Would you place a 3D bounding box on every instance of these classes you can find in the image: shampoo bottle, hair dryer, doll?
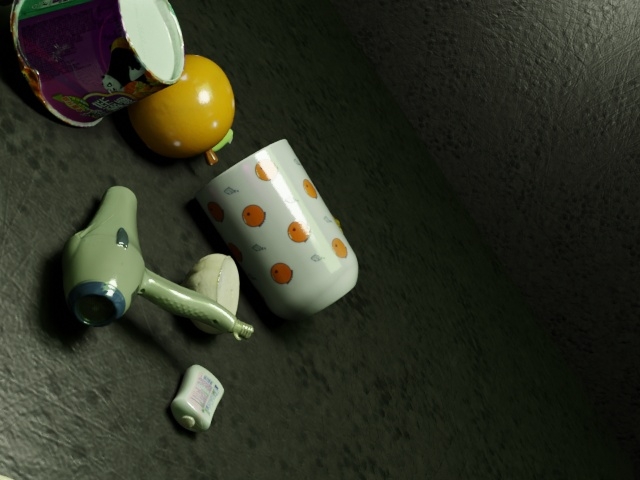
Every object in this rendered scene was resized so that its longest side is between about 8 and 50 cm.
[{"bbox_3d":[-0.191,0.248,1.149,0.072,0.043,0.099,49,27,-18],"label":"shampoo bottle"},{"bbox_3d":[-0.269,0.029,1.163,0.298,0.119,0.296,18,32,-41],"label":"hair dryer"},{"bbox_3d":[-0.248,-0.235,1.442,0.213,0.214,0.236,-90,154,-50],"label":"doll"}]

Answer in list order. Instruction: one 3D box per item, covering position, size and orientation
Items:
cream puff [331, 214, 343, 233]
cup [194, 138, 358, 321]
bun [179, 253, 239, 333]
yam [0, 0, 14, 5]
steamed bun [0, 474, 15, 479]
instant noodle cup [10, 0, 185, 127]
[{"bbox_3d":[0.001,0.000,1.685,0.156,0.156,0.121,51,56,-14],"label":"cream puff"},{"bbox_3d":[-0.073,-0.010,1.469,0.317,0.212,0.212,58,24,-2],"label":"cup"},{"bbox_3d":[-0.197,0.091,1.275,0.138,0.094,0.138,1,90,-82],"label":"bun"},{"bbox_3d":[-0.571,-0.452,1.186,0.194,0.107,0.107,5,57,-59],"label":"yam"},{"bbox_3d":[-0.295,0.326,0.676,0.250,0.200,0.154,55,23,-12],"label":"steamed bun"},{"bbox_3d":[-0.359,-0.334,1.260,0.251,0.190,0.251,-12,90,-70],"label":"instant noodle cup"}]
